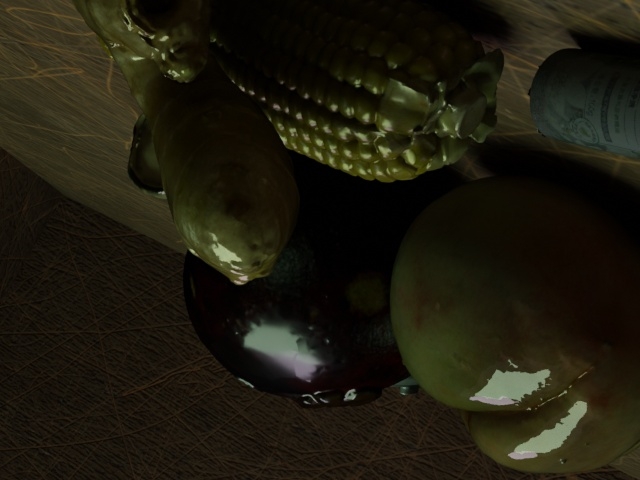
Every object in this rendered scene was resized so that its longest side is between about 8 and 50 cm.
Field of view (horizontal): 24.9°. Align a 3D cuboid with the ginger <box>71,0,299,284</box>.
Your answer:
[{"bbox_3d":[-0.123,-0.171,1.021,0.348,0.122,0.363,39,153,64],"label":"ginger"}]

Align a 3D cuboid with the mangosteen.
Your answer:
[{"bbox_3d":[0.000,0.000,1.557,0.306,0.359,0.306,-6,172,-1],"label":"mangosteen"}]

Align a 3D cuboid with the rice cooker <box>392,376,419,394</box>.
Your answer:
[{"bbox_3d":[0.048,0.067,1.840,0.281,0.227,0.241,9,180,-24],"label":"rice cooker"}]

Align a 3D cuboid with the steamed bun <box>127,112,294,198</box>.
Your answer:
[{"bbox_3d":[-0.082,-0.110,1.434,0.192,0.177,0.106,7,170,32],"label":"steamed bun"}]

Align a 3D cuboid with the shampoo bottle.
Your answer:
[{"bbox_3d":[0.228,-0.079,0.912,0.072,0.072,0.214,36,169,-39],"label":"shampoo bottle"}]

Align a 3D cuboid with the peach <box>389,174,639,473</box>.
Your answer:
[{"bbox_3d":[0.205,0.073,1.321,0.292,0.247,0.292,41,160,19],"label":"peach"}]

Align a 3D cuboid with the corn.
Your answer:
[{"bbox_3d":[-0.036,-0.147,1.120,0.387,0.144,0.144,21,169,35],"label":"corn"}]
